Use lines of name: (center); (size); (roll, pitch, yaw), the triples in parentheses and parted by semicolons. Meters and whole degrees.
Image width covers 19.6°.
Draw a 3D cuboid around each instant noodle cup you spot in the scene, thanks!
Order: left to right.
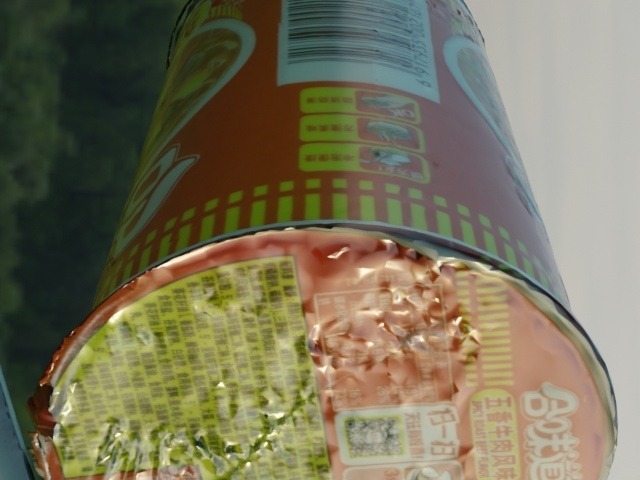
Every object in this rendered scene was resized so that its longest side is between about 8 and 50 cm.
instant noodle cup: (0.000, 0.000, 0.672); (0.212, 0.193, 0.193); (-90, -177, -50)

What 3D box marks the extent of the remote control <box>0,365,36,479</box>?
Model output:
remote control: (-0.138, 0.032, 0.386); (0.056, 0.140, 0.296); (15, -55, 53)
